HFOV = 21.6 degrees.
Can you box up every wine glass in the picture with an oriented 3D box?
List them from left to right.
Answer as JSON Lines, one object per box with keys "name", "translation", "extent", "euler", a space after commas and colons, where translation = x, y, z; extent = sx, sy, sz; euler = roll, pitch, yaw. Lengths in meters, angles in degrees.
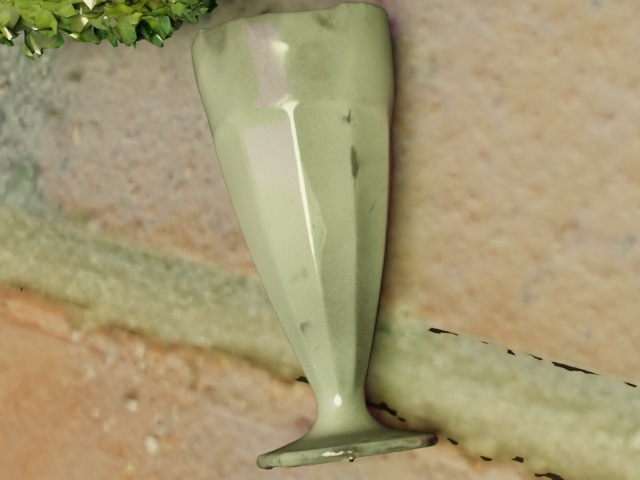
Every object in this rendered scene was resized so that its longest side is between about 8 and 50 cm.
{"name": "wine glass", "translation": [0.000, 0.000, 0.591], "extent": [0.073, 0.073, 0.155], "euler": [-11, 85, 31]}

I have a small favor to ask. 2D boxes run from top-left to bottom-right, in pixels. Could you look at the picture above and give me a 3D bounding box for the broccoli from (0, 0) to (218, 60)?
{"name": "broccoli", "translation": [-0.114, -0.158, 0.598], "extent": [0.220, 0.194, 0.194], "euler": [43, 109, 33]}
